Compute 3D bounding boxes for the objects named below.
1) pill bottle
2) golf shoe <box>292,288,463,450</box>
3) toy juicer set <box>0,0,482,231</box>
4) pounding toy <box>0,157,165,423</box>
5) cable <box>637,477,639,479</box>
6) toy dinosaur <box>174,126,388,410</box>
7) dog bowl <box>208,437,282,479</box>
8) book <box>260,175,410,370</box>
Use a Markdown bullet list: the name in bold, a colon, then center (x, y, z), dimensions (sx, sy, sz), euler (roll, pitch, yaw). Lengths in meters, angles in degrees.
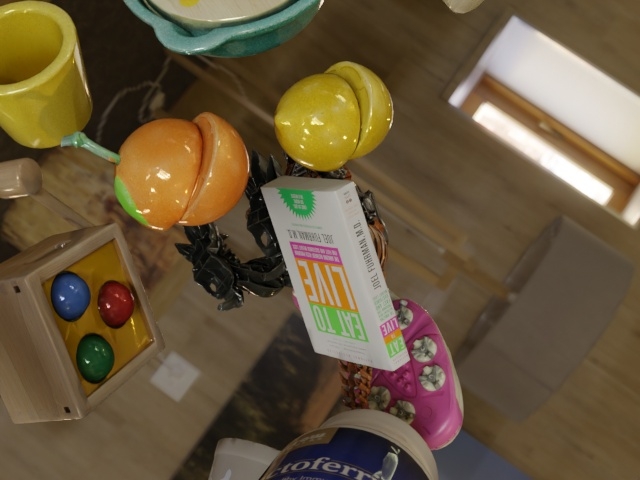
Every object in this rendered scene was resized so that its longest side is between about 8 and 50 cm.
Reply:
- **pill bottle**: center (0.010, 0.231, 0.708), dimensions (0.153, 0.153, 0.264), euler (-57, 173, 16)
- **golf shoe**: center (0.081, 0.120, 1.013), dimensions (0.115, 0.140, 0.306), euler (-41, -141, 6)
- **toy juicer set**: center (-0.024, -0.142, 0.527), dimensions (0.329, 0.209, 0.089), euler (-43, 153, -19)
- **pounding toy**: center (-0.216, 0.022, 0.817), dimensions (0.094, 0.206, 0.181), euler (-10, -163, 28)
- **cable**: center (0.373, 0.261, 0.751), dimensions (0.257, 0.257, 0.089), euler (-7, 120, -46)
- **toy dinosaur**: center (0.000, 0.000, 0.936), dimensions (0.218, 0.322, 0.164), euler (9, 125, -40)
- **dog bowl**: center (0.021, 0.339, 0.991), dimensions (0.102, 0.348, 0.349), euler (-62, 177, -21)
- **book**: center (0.013, 0.022, 0.700), dimensions (0.035, 0.144, 0.096), euler (-29, -160, -28)
